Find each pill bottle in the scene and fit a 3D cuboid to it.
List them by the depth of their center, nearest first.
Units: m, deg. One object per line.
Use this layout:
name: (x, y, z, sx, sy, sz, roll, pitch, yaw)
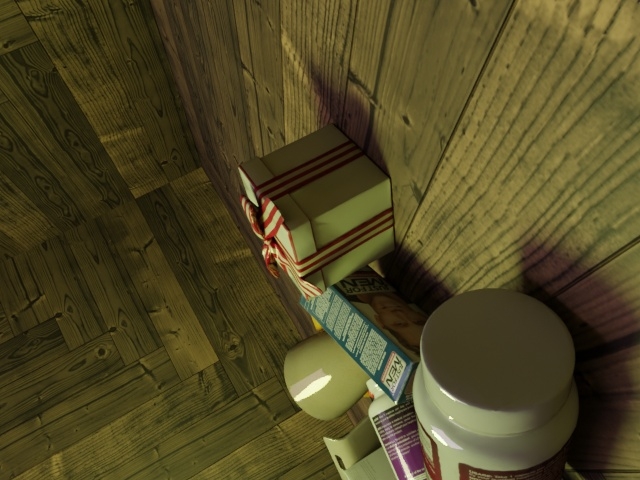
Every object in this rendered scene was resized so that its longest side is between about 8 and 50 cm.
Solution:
pill bottle: (0.257, 0.265, 0.834, 0.224, 0.224, 0.392, 49, 162, 43)
pill bottle: (0.238, 0.484, 1.402, 0.181, 0.181, 0.323, 92, 155, -66)

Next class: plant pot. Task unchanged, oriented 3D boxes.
plant pot: (0.075, 0.351, 1.614, 0.274, 0.256, 0.256, -42, 74, 39)

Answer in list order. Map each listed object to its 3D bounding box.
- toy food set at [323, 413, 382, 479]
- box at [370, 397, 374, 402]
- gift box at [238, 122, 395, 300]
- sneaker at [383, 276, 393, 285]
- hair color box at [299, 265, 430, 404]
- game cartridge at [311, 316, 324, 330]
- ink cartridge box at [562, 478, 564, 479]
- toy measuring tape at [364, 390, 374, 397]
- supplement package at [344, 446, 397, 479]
toy food set: (0.160, 0.550, 1.637, 0.092, 0.306, 0.220, 22, 140, 49)
box: (0.254, 0.621, 1.956, 0.220, 0.051, 0.175, 35, 150, 62)
gift box: (-0.008, -0.050, 1.124, 0.276, 0.258, 0.255, 51, 163, 43)
sneaker: (0.133, 0.189, 1.360, 0.087, 0.128, 0.221, 51, 163, 40)
hair color box: (0.124, 0.177, 1.167, 0.347, 0.174, 0.105, 41, 121, 44)
game cartridge: (-0.040, 0.068, 1.709, 0.285, 0.052, 0.324, -93, -16, -58)
ink cartridge box: (0.366, 0.501, 1.105, 0.226, 0.131, 0.306, 52, 166, 34)
toy measuring tape: (0.157, 0.414, 1.769, 0.121, 0.121, 0.330, 52, 164, 37)
supplement package: (0.248, 0.672, 1.545, 0.175, 0.293, 0.177, 41, 156, 57)
